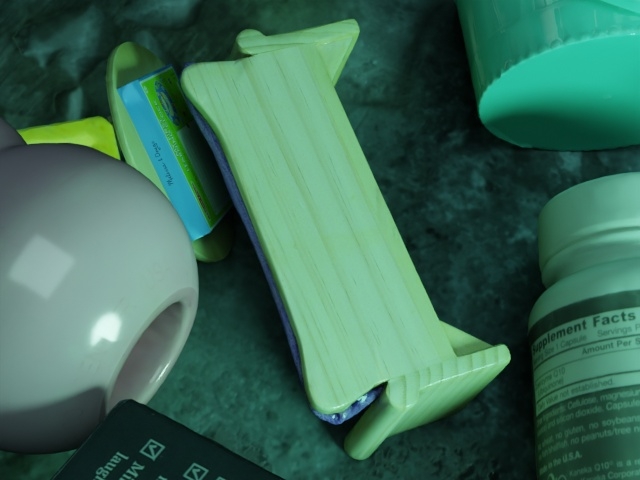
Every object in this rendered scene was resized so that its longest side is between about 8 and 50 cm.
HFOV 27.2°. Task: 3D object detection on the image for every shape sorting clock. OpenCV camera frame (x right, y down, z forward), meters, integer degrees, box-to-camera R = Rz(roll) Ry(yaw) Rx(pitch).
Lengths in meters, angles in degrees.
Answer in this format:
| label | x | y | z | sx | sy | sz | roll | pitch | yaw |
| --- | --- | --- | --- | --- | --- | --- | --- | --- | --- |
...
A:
| label | x | y | z | sx | sy | sz | roll | pitch | yaw |
| --- | --- | --- | --- | --- | --- | --- | --- | --- | --- |
| shape sorting clock | -0.131 | -0.076 | 1.156 | 0.040 | 0.206 | 0.206 | -23 | 69 | 11 |

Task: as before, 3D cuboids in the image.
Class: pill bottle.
| label | x | y | z | sx | sy | sz | roll | pitch | yaw |
| --- | --- | --- | --- | --- | --- | --- | --- | --- | --- |
| pill bottle | 0.280 | 0.139 | 1.113 | 0.204 | 0.204 | 0.361 | 4 | 65 | -8 |

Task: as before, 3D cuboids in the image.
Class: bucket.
| label | x | y | z | sx | sy | sz | roll | pitch | yaw |
| --- | --- | --- | --- | --- | --- | --- | --- | --- | --- |
| bucket | 0.260 | -0.214 | 1.243 | 0.281 | 0.281 | 0.183 | 0 | 69 | -9 |

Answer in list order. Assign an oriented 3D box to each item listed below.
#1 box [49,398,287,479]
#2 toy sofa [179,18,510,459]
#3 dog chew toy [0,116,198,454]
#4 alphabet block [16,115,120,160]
| label | x | y | z | sx | sy | sz | roll | pitch | yaw |
| --- | --- | --- | --- | --- | --- | --- | --- | --- | --- |
| box | -0.025 | 0.320 | 0.699 | 0.395 | 0.212 | 0.293 | 24 | 53 | 25 |
| toy sofa | 0.000 | 0.000 | 1.155 | 0.177 | 0.150 | 0.362 | -17 | 70 | -21 |
| dog chew toy | -0.248 | -0.002 | 0.881 | 0.332 | 0.206 | 0.206 | 30 | 64 | 13 |
| alphabet block | -0.245 | 0.038 | 1.074 | 0.192 | 0.197 | 0.193 | -12 | 69 | -14 |
